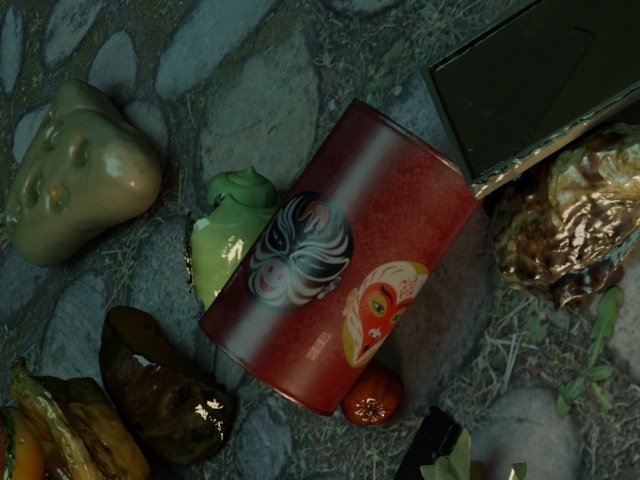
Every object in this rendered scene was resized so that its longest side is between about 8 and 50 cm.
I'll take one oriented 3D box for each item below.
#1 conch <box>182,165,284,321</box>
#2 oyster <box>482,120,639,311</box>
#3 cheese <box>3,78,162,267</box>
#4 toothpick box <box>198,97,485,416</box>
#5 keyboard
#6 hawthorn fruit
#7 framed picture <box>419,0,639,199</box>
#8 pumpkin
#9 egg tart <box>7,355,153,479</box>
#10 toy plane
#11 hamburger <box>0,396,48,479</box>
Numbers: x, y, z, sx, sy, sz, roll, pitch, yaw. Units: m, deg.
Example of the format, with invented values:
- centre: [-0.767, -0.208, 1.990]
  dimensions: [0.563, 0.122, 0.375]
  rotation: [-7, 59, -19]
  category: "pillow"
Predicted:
- centre: [-0.132, 0.015, 1.848]
  dimensions: [0.137, 0.143, 0.251]
  rotation: [28, 96, 7]
  category: "conch"
- centre: [0.279, -0.042, 1.438]
  dimensions: [0.275, 0.100, 0.271]
  rotation: [47, 129, 40]
  category: "oyster"
- centre: [-0.418, -0.074, 2.222]
  dimensions: [0.351, 0.129, 0.328]
  rotation: [44, 110, 48]
  category: "cheese"
- centre: [0.027, 0.020, 1.560]
  dimensions: [0.333, 0.204, 0.204]
  rotation: [-54, 43, 3]
  category: "toothpick box"
- centre: [0.113, 0.298, 1.590]
  dimensions: [0.060, 0.018, 0.195]
  rotation: [44, 112, 54]
  category: "keyboard"
- centre: [0.061, 0.189, 1.638]
  dimensions: [0.093, 0.093, 0.093]
  rotation: [-17, 66, 45]
  category: "hawthorn fruit"
- centre: [0.271, -0.205, 1.448]
  dimensions: [0.315, 0.024, 0.232]
  rotation: [-31, 44, 16]
  category: "framed picture"
- centre: [-0.278, 0.228, 1.963]
  dimensions: [0.312, 0.148, 0.169]
  rotation: [38, 104, 52]
  category: "pumpkin"
- centre: [-0.353, 0.317, 1.966]
  dimensions: [0.129, 0.341, 0.341]
  rotation: [-30, 41, -15]
  category: "egg tart"
- centre: [0.173, 0.351, 1.449]
  dimensions: [0.242, 0.104, 0.256]
  rotation: [-51, 37, 47]
  category: "toy plane"
- centre: [-0.562, 0.389, 2.220]
  dimensions: [0.246, 0.170, 0.246]
  rotation: [-34, 50, 53]
  category: "hamburger"
